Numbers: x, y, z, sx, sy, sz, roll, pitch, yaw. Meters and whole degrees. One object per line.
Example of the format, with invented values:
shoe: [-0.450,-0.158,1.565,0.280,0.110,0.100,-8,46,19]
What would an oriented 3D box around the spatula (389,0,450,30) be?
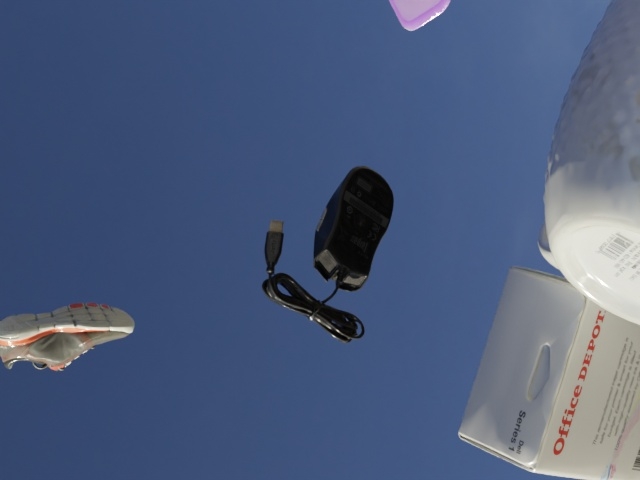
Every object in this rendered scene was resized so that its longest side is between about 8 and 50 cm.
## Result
spatula: [0.043,-0.369,1.404,0.296,0.084,0.030,51,-138,-15]

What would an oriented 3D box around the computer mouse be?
computer mouse: [0.000,0.000,1.769,0.184,0.060,0.262,28,-116,-28]

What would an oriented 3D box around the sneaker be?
sneaker: [-0.289,0.114,1.442,0.061,0.157,0.065,-113,19,-65]

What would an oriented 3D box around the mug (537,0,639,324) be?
mug: [0.338,-0.080,1.220,0.276,0.374,0.328,36,-115,-9]

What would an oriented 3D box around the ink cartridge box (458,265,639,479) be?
ink cartridge box: [0.304,0.156,1.414,0.278,0.117,0.201,16,-88,-43]
